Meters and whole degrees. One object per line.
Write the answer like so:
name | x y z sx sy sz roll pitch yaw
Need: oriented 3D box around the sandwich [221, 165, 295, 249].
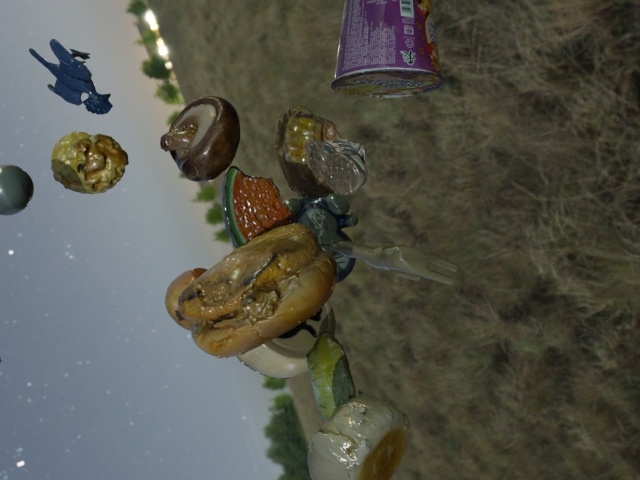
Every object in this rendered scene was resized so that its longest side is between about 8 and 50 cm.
sandwich | -0.161 -0.067 1.619 0.235 0.159 0.079 58 168 -8

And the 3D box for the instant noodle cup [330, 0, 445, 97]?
instant noodle cup | 0.189 -0.573 1.981 0.340 0.340 0.265 166 102 -84

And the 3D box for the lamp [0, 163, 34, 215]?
lamp | -0.636 -0.103 1.394 0.105 0.105 0.105 160 90 -84

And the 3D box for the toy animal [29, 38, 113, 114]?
toy animal | -0.708 -0.465 1.957 0.239 0.256 0.176 131 149 -54

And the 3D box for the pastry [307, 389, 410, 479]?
pastry | 0.058 0.299 0.998 0.088 0.166 0.165 23 142 39

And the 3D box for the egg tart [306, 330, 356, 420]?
egg tart | 0.020 0.270 1.329 0.197 0.078 0.197 166 90 -84

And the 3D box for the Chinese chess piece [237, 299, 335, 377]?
Chinese chess piece | -0.090 0.181 1.544 0.104 0.257 0.257 -50 54 44

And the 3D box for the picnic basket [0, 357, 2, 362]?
picnic basket | -0.987 0.307 1.748 0.313 0.228 0.175 114 177 -62

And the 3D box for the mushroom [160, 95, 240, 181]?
mushroom | -0.264 -0.232 1.607 0.138 0.194 0.231 53 -174 -44

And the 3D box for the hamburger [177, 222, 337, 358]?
hamburger | -0.112 0.095 1.284 0.170 0.290 0.314 59 -157 -7

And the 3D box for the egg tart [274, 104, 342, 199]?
egg tart | -0.016 -0.285 2.231 0.352 0.150 0.351 35 -133 -48

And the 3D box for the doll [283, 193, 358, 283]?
doll | 0.000 0.000 1.932 0.154 0.228 0.258 -57 -42 -86

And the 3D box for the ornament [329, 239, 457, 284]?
ornament | 0.161 0.043 1.628 0.230 0.245 0.061 -1 70 66

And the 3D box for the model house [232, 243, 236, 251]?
model house | -0.161 0.056 2.054 0.193 0.175 0.234 48 -145 -69

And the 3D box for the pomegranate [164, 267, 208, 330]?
pomegranate | -0.354 0.175 1.989 0.191 0.191 0.191 160 90 -84

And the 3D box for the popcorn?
popcorn | -0.546 -0.189 1.630 0.170 0.180 0.180 -118 10 -53

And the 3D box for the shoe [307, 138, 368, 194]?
shoe | 0.051 -0.160 1.436 0.180 0.092 0.089 36 134 45
